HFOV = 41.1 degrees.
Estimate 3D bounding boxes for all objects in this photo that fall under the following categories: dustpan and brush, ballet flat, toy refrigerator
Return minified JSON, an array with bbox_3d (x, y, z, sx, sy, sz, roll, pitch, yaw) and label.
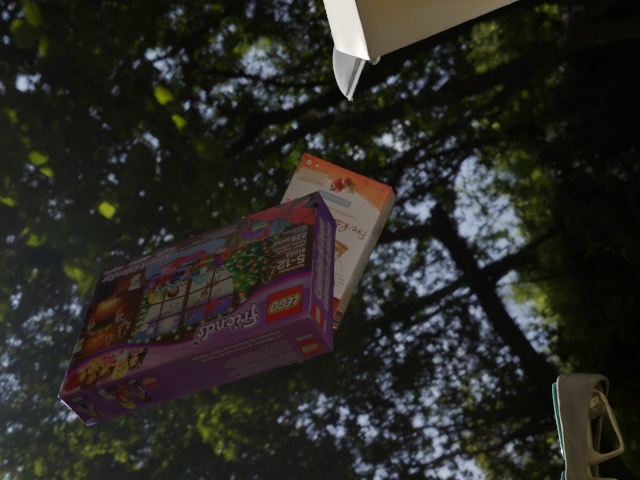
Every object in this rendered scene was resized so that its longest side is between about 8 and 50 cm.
[{"bbox_3d":[0.058,-0.328,1.423,0.060,0.147,0.211,9,-155,-29],"label":"dustpan and brush"},{"bbox_3d":[0.282,0.237,0.889,0.072,0.068,0.213,45,-138,-49],"label":"ballet flat"},{"bbox_3d":[0.147,-0.337,1.140,0.269,0.094,0.102,-24,-152,-15],"label":"toy refrigerator"}]

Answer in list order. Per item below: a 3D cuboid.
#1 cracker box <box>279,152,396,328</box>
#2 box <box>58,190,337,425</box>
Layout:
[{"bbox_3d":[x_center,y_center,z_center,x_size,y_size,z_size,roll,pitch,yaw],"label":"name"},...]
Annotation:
[{"bbox_3d":[0.000,0.000,1.331,0.156,0.232,0.067,23,174,17],"label":"cracker box"},{"bbox_3d":[-0.125,0.070,0.922,0.201,0.293,0.057,-88,-27,-50],"label":"box"}]
